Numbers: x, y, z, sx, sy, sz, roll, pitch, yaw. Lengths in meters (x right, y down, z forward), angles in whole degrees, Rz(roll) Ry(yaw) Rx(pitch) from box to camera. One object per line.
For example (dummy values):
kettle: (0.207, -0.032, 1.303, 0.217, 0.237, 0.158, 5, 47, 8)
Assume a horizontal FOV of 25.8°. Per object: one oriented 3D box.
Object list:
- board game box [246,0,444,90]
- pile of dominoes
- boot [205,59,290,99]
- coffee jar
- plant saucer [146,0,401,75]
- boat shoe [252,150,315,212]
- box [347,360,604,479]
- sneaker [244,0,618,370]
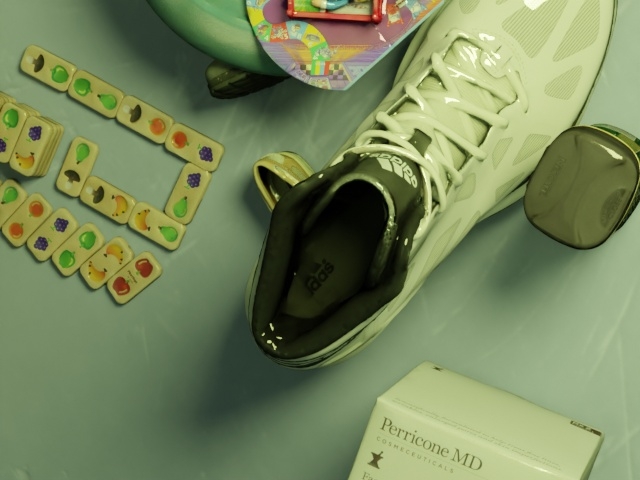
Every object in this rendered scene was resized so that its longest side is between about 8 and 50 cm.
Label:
board game box: (0.017, -0.212, 1.161, 0.169, 0.033, 0.133, -41, 89, 7)
pile of dominoes: (-0.243, -0.061, 1.374, 0.251, 0.040, 0.196, 28, 103, 14)
boot: (-0.031, -0.252, 1.274, 0.246, 0.083, 0.161, -35, 82, 9)
coffee jar: (0.223, -0.046, 1.150, 0.079, 0.184, 0.096, 29, 104, 13)
plant saucer: (-0.028, -0.301, 1.199, 0.318, 0.044, 0.317, 0, 94, 7)
boat shoe: (0.000, 0.000, 1.285, 0.068, 0.072, 0.190, -45, 81, 16)
box: (0.132, 0.202, 1.205, 0.181, 0.182, 0.119, 21, 102, 15)
sneaker: (0.102, -0.067, 1.116, 0.169, 0.257, 0.447, 38, 91, 0)
